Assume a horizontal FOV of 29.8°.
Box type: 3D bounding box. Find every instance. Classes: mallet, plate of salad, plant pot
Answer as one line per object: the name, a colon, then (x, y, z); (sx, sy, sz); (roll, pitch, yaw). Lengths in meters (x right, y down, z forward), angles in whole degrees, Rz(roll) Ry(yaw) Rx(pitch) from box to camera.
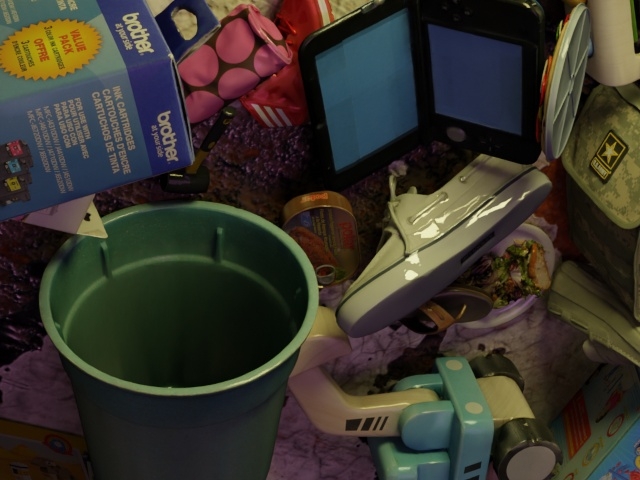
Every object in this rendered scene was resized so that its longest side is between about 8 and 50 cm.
mallet: (-0.138, -0.112, 1.514); (0.062, 0.039, 0.190); (4, 152, -33)
plate of salad: (0.279, 0.062, 1.865); (0.200, 0.048, 0.200); (-12, 127, -16)
plant pot: (-0.184, 0.182, 1.583); (0.341, 0.341, 0.334); (-10, 134, -18)

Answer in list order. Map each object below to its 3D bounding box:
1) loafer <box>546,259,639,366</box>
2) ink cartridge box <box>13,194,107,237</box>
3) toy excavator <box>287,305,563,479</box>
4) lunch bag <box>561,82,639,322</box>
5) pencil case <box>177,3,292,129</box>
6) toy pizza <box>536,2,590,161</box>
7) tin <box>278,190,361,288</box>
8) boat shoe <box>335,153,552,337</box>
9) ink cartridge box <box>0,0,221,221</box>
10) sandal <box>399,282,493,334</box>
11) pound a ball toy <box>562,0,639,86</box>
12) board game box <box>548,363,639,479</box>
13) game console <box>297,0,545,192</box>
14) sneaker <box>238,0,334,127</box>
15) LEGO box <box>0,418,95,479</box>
loafer: (0.454, 0.144, 1.822); (0.112, 0.319, 0.111); (14, 109, -30)
ink cartridge box: (-0.346, -0.074, 1.449); (0.198, 0.115, 0.067); (15, 115, -32)
toy excavator: (0.131, 0.292, 1.874); (0.445, 0.222, 0.433); (-4, 123, -11)
lunch bag: (0.461, -0.070, 1.732); (0.169, 0.235, 0.287); (-18, 128, -8)
pencil case: (-0.140, -0.202, 1.444); (0.209, 0.098, 0.095); (-29, 171, 15)
toy pizza: (0.300, -0.199, 1.511); (0.032, 0.201, 0.201); (13, 127, 19)
tin: (0.000, 0.000, 1.672); (0.106, 0.040, 0.189); (-7, 143, 1)
boat shoe: (0.141, -0.022, 1.689); (0.367, 0.156, 0.136); (-38, 158, -10)
ink cartridge box: (-0.305, -0.171, 1.300); (0.395, 0.270, 0.151); (-16, 133, -13)
sandal: (0.154, 0.107, 1.806); (0.219, 0.060, 0.090); (5, 143, -19)
pound a ball toy: (0.378, -0.344, 1.524); (0.136, 0.208, 0.319); (-25, 130, -7)
board game box: (0.494, 0.291, 1.955); (0.086, 0.308, 0.302); (34, 108, -3)
game console: (0.135, -0.171, 1.516); (0.173, 0.250, 0.293); (-60, 156, -29)
sneaker: (-0.051, -0.228, 1.493); (0.128, 0.087, 0.221); (-17, 127, -14)
LEGO box: (-0.354, 0.450, 1.644); (0.500, 0.372, 0.193); (20, 112, -34)
